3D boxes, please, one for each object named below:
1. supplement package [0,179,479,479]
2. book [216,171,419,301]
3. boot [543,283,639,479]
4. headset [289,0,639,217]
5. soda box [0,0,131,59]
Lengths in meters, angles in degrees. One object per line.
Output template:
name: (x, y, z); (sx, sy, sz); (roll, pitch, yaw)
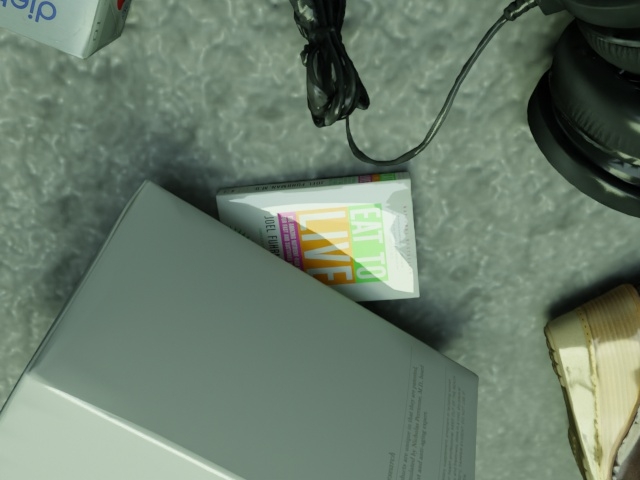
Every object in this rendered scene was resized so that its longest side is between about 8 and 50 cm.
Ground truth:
supplement package: (-0.057, 0.131, 0.505); (0.292, 0.175, 0.177); (32, 132, -14)
book: (0.000, 0.000, 0.546); (0.144, 0.035, 0.096); (-5, 114, 6)
boot: (0.308, 0.139, 0.576); (0.206, 0.090, 0.249); (-16, 111, 10)
headset: (0.181, -0.138, 0.409); (0.393, 0.185, 0.243); (-13, 144, 5)
soda box: (-0.249, -0.210, 0.412); (0.286, 0.091, 0.098); (21, 113, -10)
